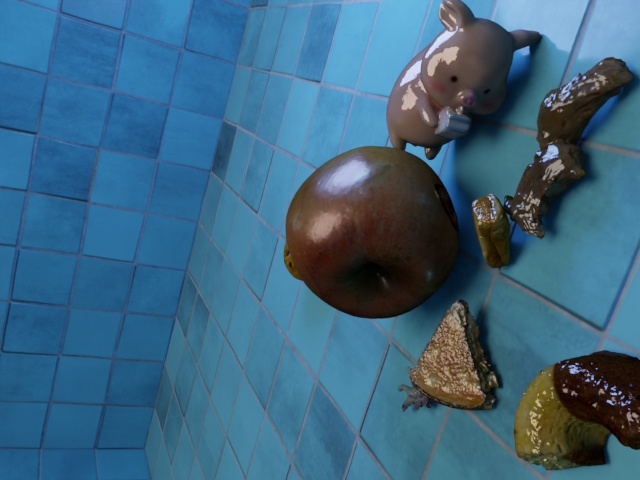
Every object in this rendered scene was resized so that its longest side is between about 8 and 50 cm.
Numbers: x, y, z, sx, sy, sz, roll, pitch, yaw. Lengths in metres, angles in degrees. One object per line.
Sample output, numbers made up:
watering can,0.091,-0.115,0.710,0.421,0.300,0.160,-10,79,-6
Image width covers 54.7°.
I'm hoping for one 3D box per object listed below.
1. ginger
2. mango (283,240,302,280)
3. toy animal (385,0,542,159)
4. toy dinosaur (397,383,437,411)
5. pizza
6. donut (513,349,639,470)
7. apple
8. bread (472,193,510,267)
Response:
ginger,0.374,-0.149,0.964,0.122,0.084,0.290,-115,42,-59
mango,-0.006,0.000,1.635,0.295,0.120,0.177,-49,42,47
toy animal,0.240,-0.290,1.153,0.256,0.195,0.213,-20,58,64
toy dinosaur,0.212,0.270,1.195,0.209,0.039,0.082,-62,31,29
pizza,0.245,0.202,1.113,0.185,0.052,0.195,9,92,42
donut,0.365,0.218,0.827,0.295,0.112,0.151,-38,50,52
apple,0.106,-0.026,1.206,0.338,0.338,0.305,-54,21,42
bread,0.293,-0.014,1.054,0.074,0.053,0.132,-94,-14,-47
